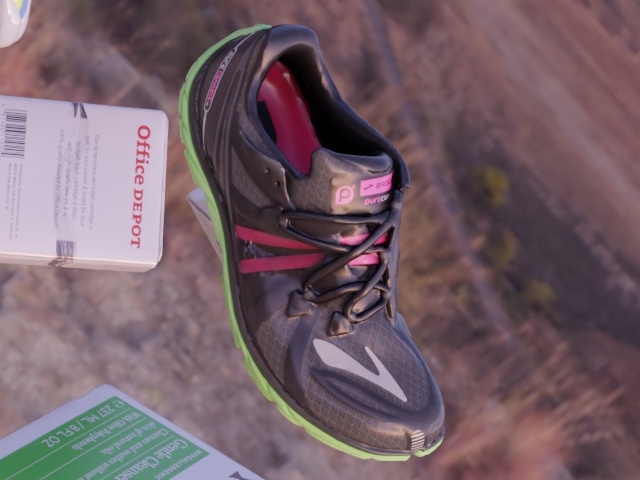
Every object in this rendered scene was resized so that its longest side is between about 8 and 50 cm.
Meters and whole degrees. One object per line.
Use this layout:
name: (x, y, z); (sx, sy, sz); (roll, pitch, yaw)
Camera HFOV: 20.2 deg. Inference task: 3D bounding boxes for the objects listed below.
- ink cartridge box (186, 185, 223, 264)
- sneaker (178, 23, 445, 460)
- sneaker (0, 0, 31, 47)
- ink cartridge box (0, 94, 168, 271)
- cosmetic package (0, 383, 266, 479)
ink cartridge box: (-0.058, -0.013, 2.204); (0.127, 0.128, 0.176); (42, -14, 34)
sneaker: (0.000, 0.000, 1.826); (0.185, 0.202, 0.482); (-20, 82, -35)
sneaker: (-0.253, -0.287, 1.637); (0.126, 0.091, 0.240); (7, 80, -39)
ink cartridge box: (-0.268, -0.054, 1.776); (0.219, 0.160, 0.092); (5, -7, -15)
cosmetic package: (-0.068, 0.268, 1.192); (0.366, 0.155, 0.197); (28, 23, 16)
